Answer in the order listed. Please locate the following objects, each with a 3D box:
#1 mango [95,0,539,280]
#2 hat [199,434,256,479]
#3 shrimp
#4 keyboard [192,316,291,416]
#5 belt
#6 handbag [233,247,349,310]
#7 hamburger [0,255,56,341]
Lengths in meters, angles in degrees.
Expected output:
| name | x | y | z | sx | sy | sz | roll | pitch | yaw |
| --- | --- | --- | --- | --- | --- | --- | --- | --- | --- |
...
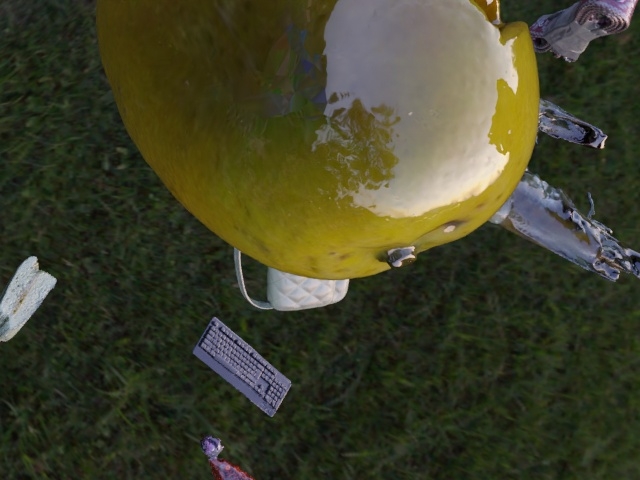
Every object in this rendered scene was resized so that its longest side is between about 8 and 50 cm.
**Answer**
| name | x | y | z | sx | sy | sz | roll | pitch | yaw |
| --- | --- | --- | --- | --- | --- | --- | --- | --- | --- |
| mango | -0.024 | -0.121 | 0.679 | 0.182 | 0.365 | 0.253 | 0 | 118 | -56 |
| hat | -0.130 | 0.419 | 1.641 | 0.227 | 0.129 | 0.140 | 52 | 43 | 2 |
| shrimp | 0.191 | -0.054 | 0.827 | 0.217 | 0.051 | 0.150 | 36 | 52 | 1 |
| keyboard | -0.127 | 0.212 | 1.681 | 0.196 | 0.015 | 0.074 | 44 | 56 | -26 |
| belt | 0.328 | -0.274 | 1.266 | 0.071 | 0.232 | 0.053 | 27 | 85 | -9 |
| handbag | -0.050 | 0.030 | 1.825 | 0.219 | 0.079 | 0.256 | -13 | 132 | -20 |
| hamburger | -0.410 | 0.089 | 1.349 | 0.054 | 0.084 | 0.121 | 36 | 44 | -18 |
